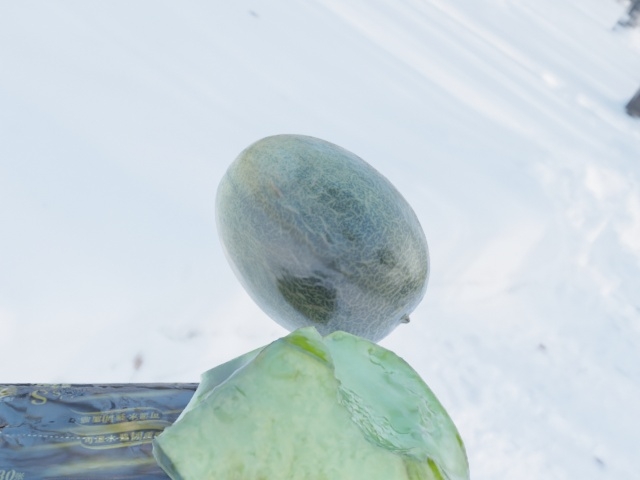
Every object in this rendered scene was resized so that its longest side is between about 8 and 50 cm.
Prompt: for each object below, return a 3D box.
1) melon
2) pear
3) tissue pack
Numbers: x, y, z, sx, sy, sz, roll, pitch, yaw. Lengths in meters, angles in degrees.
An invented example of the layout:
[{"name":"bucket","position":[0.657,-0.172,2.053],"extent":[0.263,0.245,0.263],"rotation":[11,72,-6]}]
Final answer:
[{"name":"melon","position":[0.000,0.000,1.703],"extent":[0.329,0.248,0.249],"rotation":[45,21,15]},{"name":"pear","position":[0.035,0.194,1.054],"extent":[0.286,0.176,0.282],"rotation":[51,14,14]},{"name":"tissue pack","position":[-0.228,0.298,1.498],"extent":[0.370,0.198,0.210],"rotation":[0,31,-8]}]
